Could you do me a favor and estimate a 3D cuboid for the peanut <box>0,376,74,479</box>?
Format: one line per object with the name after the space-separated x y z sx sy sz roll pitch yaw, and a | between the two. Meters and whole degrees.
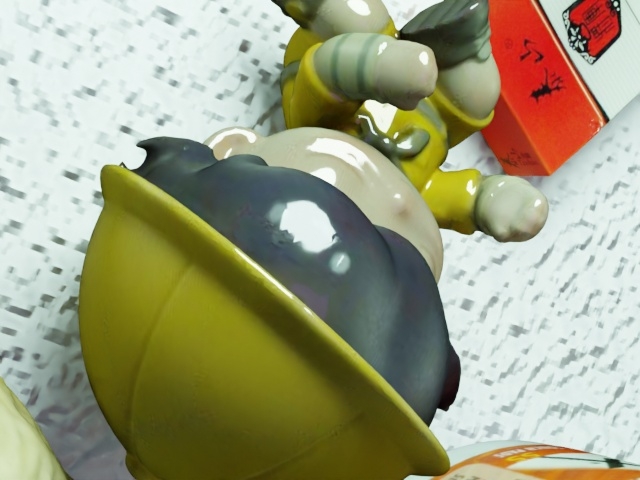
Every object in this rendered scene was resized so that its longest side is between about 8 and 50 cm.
-0.134 0.132 0.587 0.236 0.120 0.110 47 32 -15 | peanut

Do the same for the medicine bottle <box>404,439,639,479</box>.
0.141 0.232 0.669 0.253 0.241 0.252 -1 93 -28 | medicine bottle

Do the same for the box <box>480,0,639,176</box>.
0.136 -0.118 0.769 0.152 0.048 0.100 -42 108 -23 | box

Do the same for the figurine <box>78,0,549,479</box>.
-0.003 0.002 0.635 0.192 0.167 0.256 37 52 -11 | figurine
